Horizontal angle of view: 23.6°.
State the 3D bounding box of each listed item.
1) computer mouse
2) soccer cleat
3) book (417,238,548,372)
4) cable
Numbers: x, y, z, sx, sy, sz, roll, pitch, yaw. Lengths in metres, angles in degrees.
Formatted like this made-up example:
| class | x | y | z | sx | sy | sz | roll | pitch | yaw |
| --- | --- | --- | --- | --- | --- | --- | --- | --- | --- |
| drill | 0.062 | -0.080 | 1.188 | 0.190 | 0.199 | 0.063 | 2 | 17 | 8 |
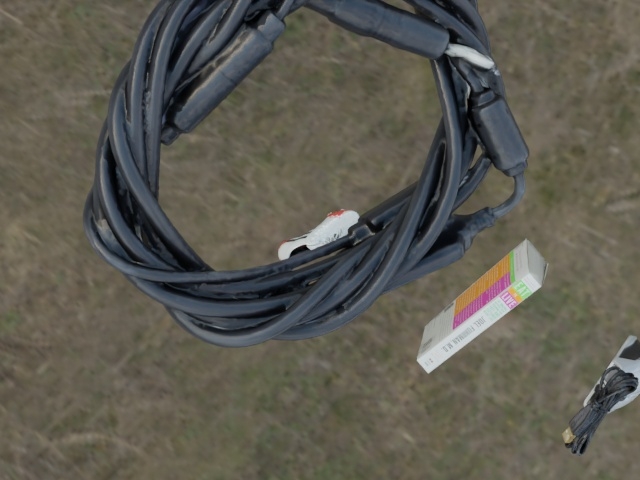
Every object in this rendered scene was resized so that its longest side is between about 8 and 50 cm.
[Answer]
| class | x | y | z | sx | sy | sz | roll | pitch | yaw |
| --- | --- | --- | --- | --- | --- | --- | --- | --- | --- |
| computer mouse | 0.298 | 0.146 | 1.526 | 0.106 | 0.042 | 0.193 | -61 | 167 | 24 |
| soccer cleat | 0.000 | 0.000 | 1.403 | 0.083 | 0.035 | 0.029 | -26 | 120 | 3 |
| book | 0.160 | 0.067 | 1.530 | 0.144 | 0.096 | 0.035 | -39 | 97 | 18 |
| cable | -0.006 | -0.041 | 0.594 | 0.184 | 0.047 | 0.151 | -21 | 112 | -17 |
